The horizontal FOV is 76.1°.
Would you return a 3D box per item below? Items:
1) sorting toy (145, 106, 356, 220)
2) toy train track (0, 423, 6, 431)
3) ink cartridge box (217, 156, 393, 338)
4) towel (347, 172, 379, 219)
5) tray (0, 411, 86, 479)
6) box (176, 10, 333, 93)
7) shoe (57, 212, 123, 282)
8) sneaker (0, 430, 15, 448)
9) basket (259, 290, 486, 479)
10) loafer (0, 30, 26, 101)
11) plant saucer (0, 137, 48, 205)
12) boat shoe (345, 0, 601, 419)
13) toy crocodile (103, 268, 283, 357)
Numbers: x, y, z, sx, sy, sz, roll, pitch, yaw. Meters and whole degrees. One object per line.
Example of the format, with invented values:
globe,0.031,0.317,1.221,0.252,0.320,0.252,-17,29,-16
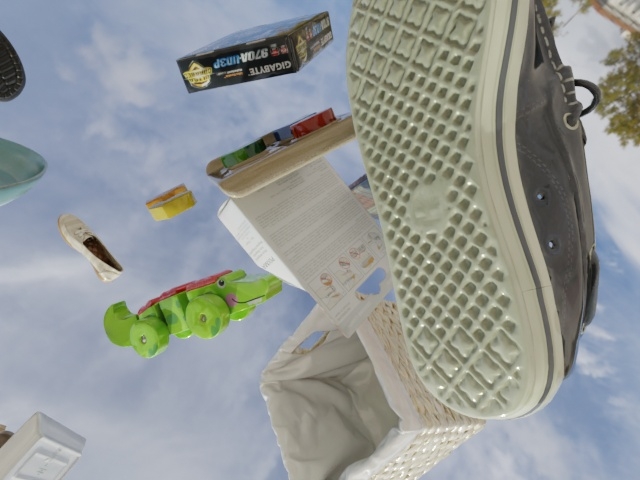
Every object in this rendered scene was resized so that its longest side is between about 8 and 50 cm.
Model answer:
sorting toy,-0.100,-0.114,0.565,0.307,0.229,0.041,-29,-67,-12
toy train track,-0.315,0.162,0.363,0.048,0.083,0.014,-2,-127,4
ink cartridge box,0.000,0.000,0.583,0.232,0.066,0.189,53,-131,-2
towel,0.230,-0.053,0.731,0.370,0.271,0.040,14,-101,-14
tray,-0.524,0.419,0.760,0.030,0.270,0.145,28,-125,9
box,-0.089,-0.297,0.634,0.175,0.051,0.220,-3,-145,19
shoe,-0.618,0.014,1.110,0.219,0.058,0.076,58,-151,-16
sneaker,-0.706,0.438,0.794,0.188,0.071,0.066,-23,-68,-17
basket,0.089,0.327,0.860,0.266,0.328,0.331,17,-150,-38
loafer,-0.493,-0.286,0.536,0.078,0.220,0.080,19,-120,36
plant saucer,-0.458,-0.077,0.400,0.317,0.044,0.317,14,-163,-4
boat shoe,0.144,-0.101,0.388,0.156,0.186,0.500,-7,-93,-36
toy crocodile,-0.213,0.109,0.674,0.115,0.340,0.105,-22,-89,-65
